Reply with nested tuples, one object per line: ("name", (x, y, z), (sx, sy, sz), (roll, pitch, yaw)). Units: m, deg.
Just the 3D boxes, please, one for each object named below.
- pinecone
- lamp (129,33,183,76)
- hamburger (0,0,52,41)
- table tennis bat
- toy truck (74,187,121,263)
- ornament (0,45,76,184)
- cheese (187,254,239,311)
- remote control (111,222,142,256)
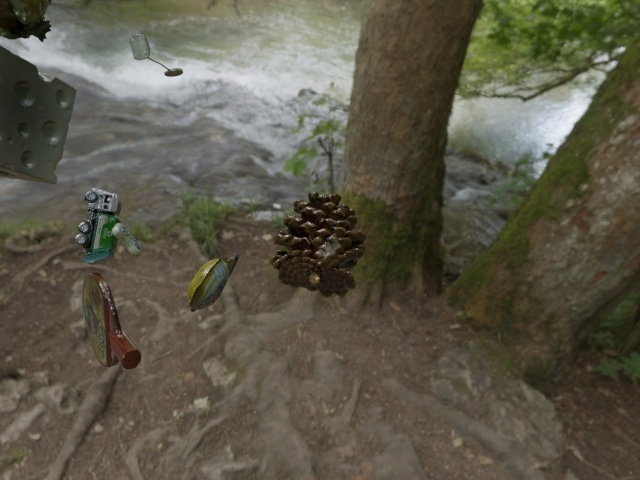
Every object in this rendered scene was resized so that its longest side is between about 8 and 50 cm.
("pinecone", (0.002, -0.001, 1.035), (0.169, 0.185, 0.212), (1, 58, 43))
("lamp", (-0.410, -0.459, 1.300), (0.050, 0.056, 0.198), (-14, 0, 11))
("hamburger", (-0.683, -0.553, 1.049), (0.309, 0.132, 0.211), (31, 41, -18))
("table tennis bat", (-0.594, 0.241, 1.432), (0.051, 0.268, 0.415), (-9, 22, -37))
("toy truck", (-0.746, -0.043, 1.735), (0.124, 0.114, 0.253), (11, 79, -11))
("ornament", (-0.731, -0.272, 1.118), (0.240, 0.239, 0.239), (8, -6, 18))
("cheese", (-0.290, 0.106, 1.407), (0.069, 0.177, 0.270), (29, 20, 4))
("remote control", (-0.634, -0.002, 1.689), (0.032, 0.122, 0.074), (-35, 22, 0))
